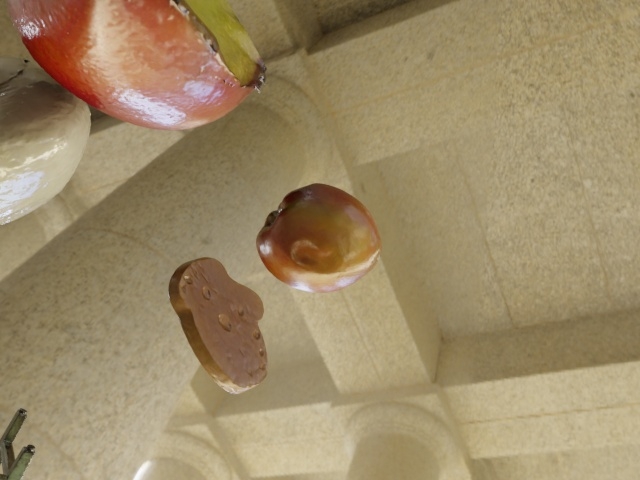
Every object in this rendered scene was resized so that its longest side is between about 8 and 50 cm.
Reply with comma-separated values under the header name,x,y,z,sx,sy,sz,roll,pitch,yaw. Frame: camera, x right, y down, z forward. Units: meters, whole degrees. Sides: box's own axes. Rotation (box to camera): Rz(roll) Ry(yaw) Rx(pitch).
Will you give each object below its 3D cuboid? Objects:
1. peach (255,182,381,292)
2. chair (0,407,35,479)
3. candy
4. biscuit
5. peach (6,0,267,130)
name,x,y,z,sx,sy,sz,roll,pitch,yaw
peach,0.000,0.001,0.588,0.100,0.101,0.101,8,-58,13
chair,-0.536,0.364,0.943,0.136,0.147,0.270,32,-93,-32
candy,-0.410,-0.107,0.796,0.295,0.295,0.185,0,-56,17
biscuit,-0.095,0.081,0.667,0.023,0.118,0.140,-25,-89,27
peach,-0.216,-0.233,0.729,0.201,0.362,0.258,-27,-85,12
